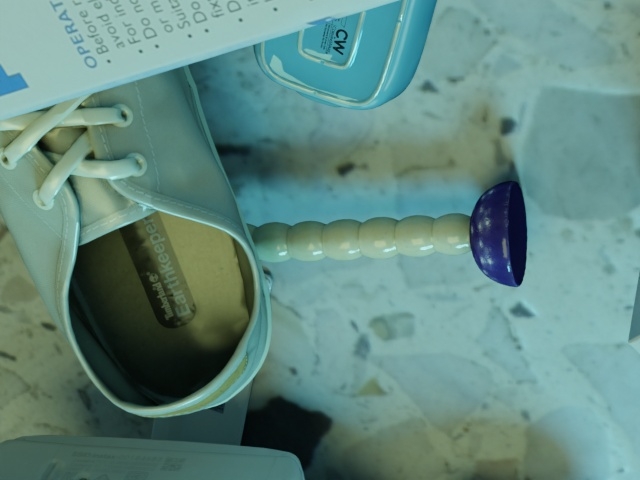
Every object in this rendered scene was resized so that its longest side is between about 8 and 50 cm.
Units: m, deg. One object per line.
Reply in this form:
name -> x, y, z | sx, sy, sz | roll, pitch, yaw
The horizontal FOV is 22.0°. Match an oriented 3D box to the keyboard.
keyboard -> -0.090, 0.117, 1.273 | 0.072, 0.014, 0.256 | 14, 127, 3

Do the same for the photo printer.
photo printer -> -0.114, 0.297, 1.244 | 0.256, 0.107, 0.308 | 0, 120, 18

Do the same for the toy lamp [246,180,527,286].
toy lamp -> 0.000, 0.000, 1.122 | 0.274, 0.080, 0.080 | -1, 123, 17

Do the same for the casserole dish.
casserole dish -> 0.015, -0.157, 1.034 | 0.114, 0.037, 0.188 | 19, 128, 6

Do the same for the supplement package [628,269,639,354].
supplement package -> 0.329, 0.039, 0.990 | 0.203, 0.149, 0.194 | 42, 126, -13

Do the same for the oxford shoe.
oxford shoe -> -0.153, -0.083, 1.002 | 0.169, 0.130, 0.449 | -24, 104, 4

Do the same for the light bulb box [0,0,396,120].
light bulb box -> 0.001, -0.263, 0.764 | 0.361, 0.358, 0.225 | -13, 116, 27
